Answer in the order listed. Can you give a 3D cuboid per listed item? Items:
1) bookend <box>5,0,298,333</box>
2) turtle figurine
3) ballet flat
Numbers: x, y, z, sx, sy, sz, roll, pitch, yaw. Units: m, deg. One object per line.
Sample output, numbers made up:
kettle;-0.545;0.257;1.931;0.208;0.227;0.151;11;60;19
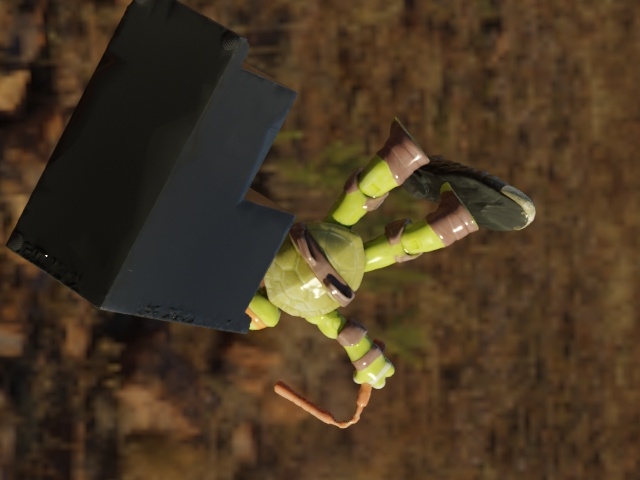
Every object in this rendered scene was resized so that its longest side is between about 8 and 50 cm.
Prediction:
bookend;-0.068;-0.039;1.000;0.157;0.072;0.156;-62;153;7
turtle figurine;0.000;0.000;1.471;0.269;0.217;0.087;53;5;1
ballet flat;0.133;-0.050;1.625;0.049;0.173;0.057;-31;120;-23
